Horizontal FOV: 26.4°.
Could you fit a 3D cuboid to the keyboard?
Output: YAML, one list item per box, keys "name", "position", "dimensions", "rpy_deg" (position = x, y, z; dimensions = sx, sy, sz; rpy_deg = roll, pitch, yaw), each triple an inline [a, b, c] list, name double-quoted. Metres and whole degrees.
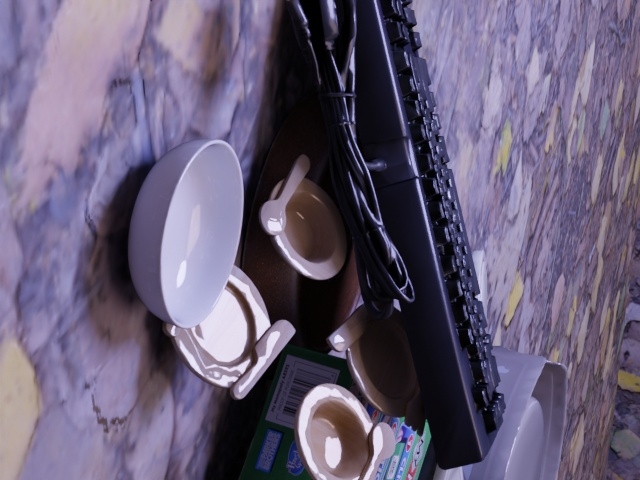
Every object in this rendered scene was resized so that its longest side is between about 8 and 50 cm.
- name: "keyboard"
  position: [0.043, -0.041, 0.700]
  dimensions: [0.201, 0.033, 0.317]
  rpy_deg: [-18, 94, -70]

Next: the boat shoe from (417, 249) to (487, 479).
- name: "boat shoe"
  position: [0.070, 0.126, 0.979]
  dimensions: [0.095, 0.079, 0.254]
  rpy_deg: [-38, 138, -67]

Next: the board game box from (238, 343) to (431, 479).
- name: "board game box"
  position: [-0.022, 0.234, 0.780]
  dimensions: [0.213, 0.046, 0.317]
  rpy_deg: [48, 59, -68]

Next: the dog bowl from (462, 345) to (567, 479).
- name: "dog bowl"
  position: [0.128, 0.252, 1.188]
  dimensions: [0.349, 0.102, 0.348]
  rpy_deg: [11, 90, -72]

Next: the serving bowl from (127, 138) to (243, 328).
- name: "serving bowl"
  position: [-0.062, -0.005, 0.591]
  dimensions: [0.083, 0.027, 0.083]
  rpy_deg: [11, 90, -71]

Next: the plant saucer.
- name: "plant saucer"
  position: [0.000, 0.000, 0.780]
  dimensions: [0.168, 0.029, 0.168]
  rpy_deg: [11, 90, -73]

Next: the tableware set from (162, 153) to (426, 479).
- name: "tableware set"
  position: [-0.002, 0.047, 0.673]
  dimensions: [0.168, 0.020, 0.141]
  rpy_deg: [51, 41, -16]
